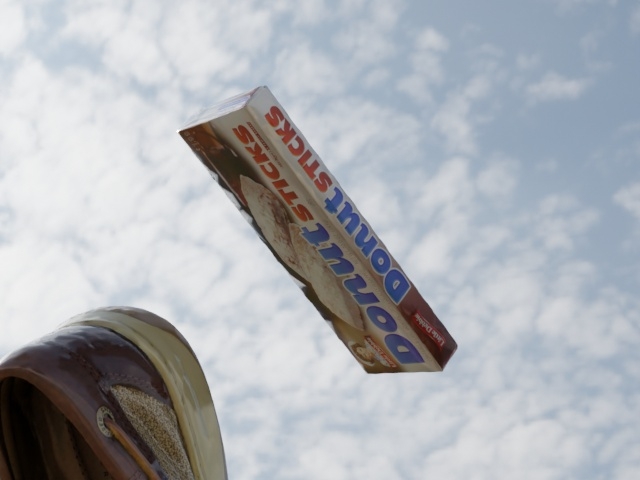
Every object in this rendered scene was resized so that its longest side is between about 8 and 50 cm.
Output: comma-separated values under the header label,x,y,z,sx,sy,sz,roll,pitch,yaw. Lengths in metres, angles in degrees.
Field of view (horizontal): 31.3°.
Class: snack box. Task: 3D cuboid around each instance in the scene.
label,x,y,z,sx,sy,sz,roll,pitch,yaw
snack box,0.000,0.000,0.601,0.064,0.022,0.178,-11,-57,51

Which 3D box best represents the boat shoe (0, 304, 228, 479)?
label,x,y,z,sx,sy,sz,roll,pitch,yaw
boat shoe,-0.077,0.203,0.530,0.123,0.342,0.123,-14,2,15
